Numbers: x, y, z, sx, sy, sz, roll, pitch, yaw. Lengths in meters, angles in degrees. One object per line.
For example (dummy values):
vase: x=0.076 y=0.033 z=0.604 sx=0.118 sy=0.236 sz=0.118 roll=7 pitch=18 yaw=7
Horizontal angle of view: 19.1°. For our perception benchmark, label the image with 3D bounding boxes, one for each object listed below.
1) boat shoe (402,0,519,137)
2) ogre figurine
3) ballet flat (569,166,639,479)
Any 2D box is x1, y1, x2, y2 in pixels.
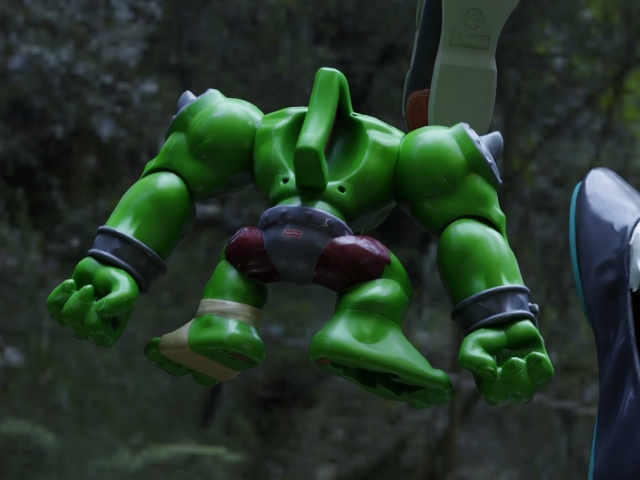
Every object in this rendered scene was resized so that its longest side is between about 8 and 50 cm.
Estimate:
boat shoe: x=0.069 y=-0.111 z=0.928 sx=0.049 sy=0.137 sz=0.043 roll=8 pitch=6 yaw=-24
ogre figurine: x=0.000 y=0.000 z=0.775 sx=0.197 sy=0.118 sz=0.097 roll=1 pitch=-23 yaw=28
ballet flat: x=0.157 y=0.049 z=0.868 sx=0.074 sy=0.203 sz=0.074 roll=2 pitch=-30 yaw=1
